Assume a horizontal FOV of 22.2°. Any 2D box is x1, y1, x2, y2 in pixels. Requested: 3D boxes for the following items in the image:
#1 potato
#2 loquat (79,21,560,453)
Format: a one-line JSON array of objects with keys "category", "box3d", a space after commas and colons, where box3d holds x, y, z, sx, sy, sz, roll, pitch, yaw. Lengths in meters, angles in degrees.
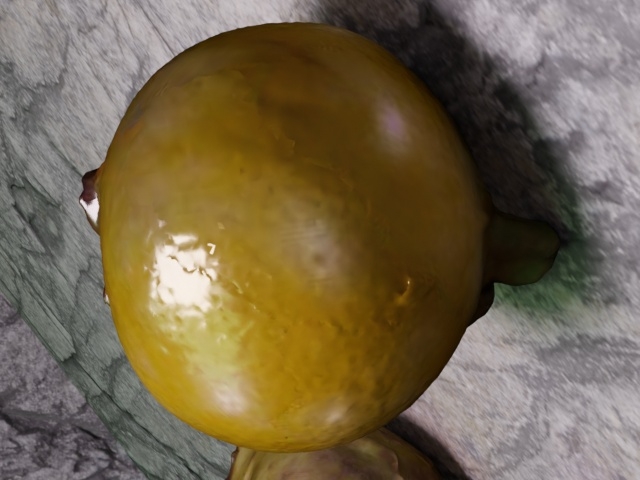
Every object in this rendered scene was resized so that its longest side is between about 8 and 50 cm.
[{"category": "potato", "box3d": [0.048, 0.317, 1.760, 0.237, 0.289, 0.300, -9, 78, 46]}, {"category": "loquat", "box3d": [0.000, 0.000, 1.229, 0.360, 0.328, 0.328, 5, 151, 2]}]
